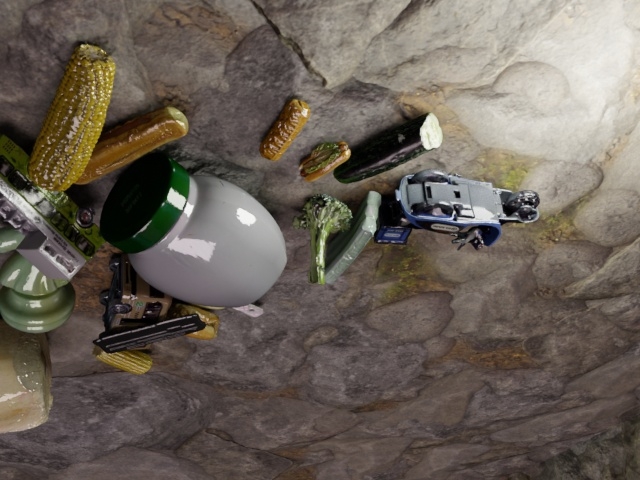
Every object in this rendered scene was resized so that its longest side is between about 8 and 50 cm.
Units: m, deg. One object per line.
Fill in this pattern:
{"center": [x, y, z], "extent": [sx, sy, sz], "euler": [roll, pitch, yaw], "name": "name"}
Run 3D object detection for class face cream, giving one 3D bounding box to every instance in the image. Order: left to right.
{"center": [-0.260, -0.003, 1.519], "extent": [0.312, 0.220, 0.357], "euler": [-27, 138, 25], "name": "face cream"}

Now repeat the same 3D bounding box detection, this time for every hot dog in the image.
{"center": [-0.381, -0.184, 1.394], "extent": [0.285, 0.061, 0.088], "euler": [-18, 142, 17], "name": "hot dog"}
{"center": [0.004, -0.166, 1.481], "extent": [0.133, 0.056, 0.041], "euler": [-29, 167, 28], "name": "hot dog"}

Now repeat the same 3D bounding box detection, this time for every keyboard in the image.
{"center": [-0.414, 0.227, 1.755], "extent": [0.262, 0.016, 0.106], "euler": [-15, 152, 1], "name": "keyboard"}

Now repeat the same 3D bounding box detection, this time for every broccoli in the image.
{"center": [0.001, 0.000, 1.581], "extent": [0.122, 0.204, 0.118], "euler": [13, 163, -14], "name": "broccoli"}

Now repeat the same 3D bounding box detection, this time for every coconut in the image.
{"center": [-0.831, 0.342, 1.840], "extent": [0.254, 0.297, 0.297], "euler": [-9, 144, -15], "name": "coconut"}

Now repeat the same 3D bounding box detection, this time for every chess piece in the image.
{"center": [-0.640, 0.053, 1.618], "extent": [0.175, 0.176, 0.298], "euler": [5, 129, -15], "name": "chess piece"}

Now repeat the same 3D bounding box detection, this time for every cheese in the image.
{"center": [-0.251, 0.151, 1.860], "extent": [0.127, 0.050, 0.255], "euler": [-31, 136, 29], "name": "cheese"}

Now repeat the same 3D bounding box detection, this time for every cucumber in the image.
{"center": [0.133, -0.178, 1.470], "extent": [0.241, 0.075, 0.074], "euler": [-25, 139, 25], "name": "cucumber"}

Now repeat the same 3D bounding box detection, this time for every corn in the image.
{"center": [-0.447, -0.206, 1.300], "extent": [0.101, 0.101, 0.310], "euler": [19, 123, -29], "name": "corn"}
{"center": [-0.562, 0.332, 2.042], "extent": [0.085, 0.063, 0.165], "euler": [-7, 150, 43], "name": "corn"}

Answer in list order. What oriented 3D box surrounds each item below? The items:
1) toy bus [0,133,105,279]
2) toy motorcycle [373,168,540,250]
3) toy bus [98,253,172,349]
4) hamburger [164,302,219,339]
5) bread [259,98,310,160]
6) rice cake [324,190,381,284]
{"center": [-0.570, -0.062, 1.422], "extent": [0.113, 0.139, 0.302], "euler": [-1, 138, 39], "name": "toy bus"}
{"center": [0.310, -0.060, 1.617], "extent": [0.358, 0.125, 0.213], "euler": [4, 150, -11], "name": "toy motorcycle"}
{"center": [-0.453, 0.157, 1.769], "extent": [0.157, 0.140, 0.289], "euler": [5, 143, -23], "name": "toy bus"}
{"center": [-0.338, 0.212, 1.873], "extent": [0.147, 0.083, 0.138], "euler": [22, 163, -37], "name": "hamburger"}
{"center": [-0.071, -0.215, 1.412], "extent": [0.052, 0.044, 0.157], "euler": [18, 137, -24], "name": "bread"}
{"center": [0.071, -0.005, 1.647], "extent": [0.043, 0.127, 0.237], "euler": [23, 141, -14], "name": "rice cake"}
